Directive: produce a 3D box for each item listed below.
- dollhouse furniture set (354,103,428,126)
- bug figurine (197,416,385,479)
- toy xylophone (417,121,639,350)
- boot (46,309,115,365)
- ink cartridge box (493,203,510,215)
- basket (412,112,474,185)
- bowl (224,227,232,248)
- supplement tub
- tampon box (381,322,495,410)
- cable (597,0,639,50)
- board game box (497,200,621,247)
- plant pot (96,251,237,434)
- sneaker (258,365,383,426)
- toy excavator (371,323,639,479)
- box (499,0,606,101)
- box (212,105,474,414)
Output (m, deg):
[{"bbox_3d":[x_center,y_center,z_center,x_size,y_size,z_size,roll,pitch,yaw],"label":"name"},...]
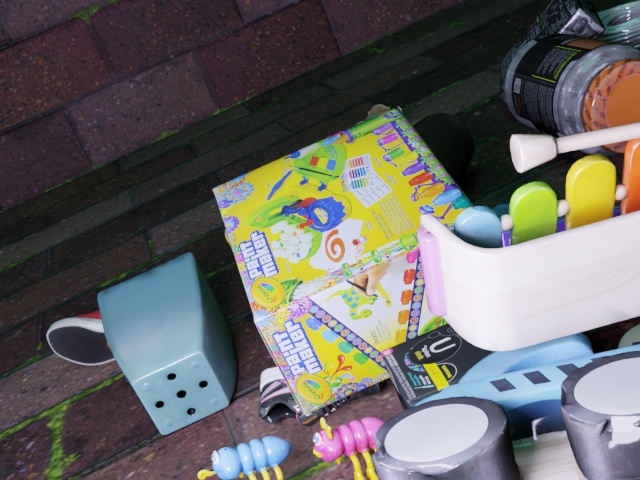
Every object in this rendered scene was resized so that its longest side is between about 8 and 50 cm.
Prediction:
[{"bbox_3d":[0.157,-0.235,1.909,0.160,0.101,0.182,-9,25,32],"label":"dollhouse furniture set"},{"bbox_3d":[0.007,0.251,0.879,0.216,0.072,0.279,-13,18,-24],"label":"bug figurine"},{"bbox_3d":[0.244,-0.020,0.724,0.322,0.236,0.081,-9,39,-8],"label":"toy xylophone"},{"bbox_3d":[-0.362,0.142,1.567,0.244,0.089,0.176,-6,25,18],"label":"boot"},{"bbox_3d":[0.272,0.012,1.263,0.104,0.060,0.180,0,31,44],"label":"ink cartridge box"},{"bbox_3d":[0.189,-0.141,1.601,0.204,0.154,0.227,-6,23,33],"label":"basket"},{"bbox_3d":[0.000,0.000,1.434,0.289,0.156,0.289,-19,21,8],"label":"bowl"},{"bbox_3d":[0.474,-0.261,1.528,0.193,0.194,0.316,-24,21,-3],"label":"supplement tub"},{"bbox_3d":[0.170,0.159,0.961,0.161,0.102,0.120,-24,22,-3],"label":"tampon box"},{"bbox_3d":[0.708,-0.481,1.955,0.257,0.089,0.257,-28,22,-12],"label":"cable"},{"bbox_3d":[0.380,-0.015,1.034,0.346,0.078,0.233,-11,5,5],"label":"board game box"},{"bbox_3d":[-0.219,0.165,1.274,0.165,0.166,0.234,-24,29,-4],"label":"plant pot"},{"bbox_3d":[-0.002,0.203,1.102,0.178,0.072,0.077,-16,39,28],"label":"sneaker"},{"bbox_3d":[0.281,0.148,0.770,0.432,0.223,0.445,-16,14,15],"label":"toy excavator"},{"bbox_3d":[0.505,-0.432,1.907,0.242,0.076,0.307,-50,9,27],"label":"box"},{"bbox_3d":[0.041,0.013,1.089,0.279,0.177,0.290,-23,38,-1],"label":"box"}]
